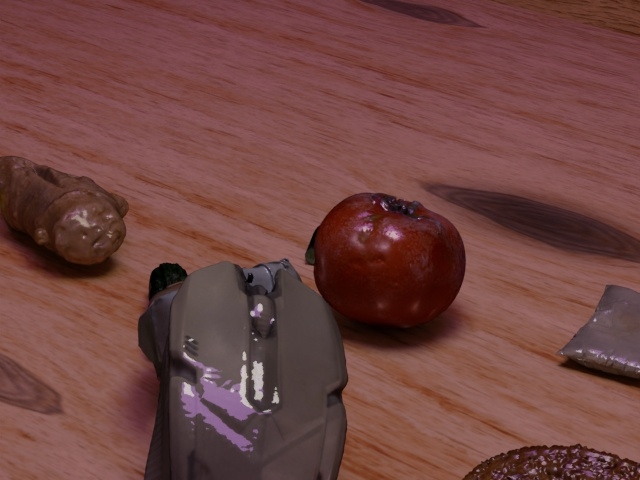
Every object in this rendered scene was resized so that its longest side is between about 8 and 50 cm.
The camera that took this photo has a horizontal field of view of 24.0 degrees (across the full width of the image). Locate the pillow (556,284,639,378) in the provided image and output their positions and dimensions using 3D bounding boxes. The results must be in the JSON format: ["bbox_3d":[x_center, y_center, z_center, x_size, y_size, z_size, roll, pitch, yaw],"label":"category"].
[{"bbox_3d":[0.452,0.138,2.211,0.148,0.050,0.229,10,28,26],"label":"pillow"}]

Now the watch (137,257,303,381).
[{"bbox_3d":[-0.117,0.099,1.973,0.253,0.162,0.241,-15,-11,-32],"label":"watch"}]

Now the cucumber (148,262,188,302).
[{"bbox_3d":[-0.214,0.097,2.207,0.077,0.077,0.265,1,24,-4],"label":"cucumber"}]

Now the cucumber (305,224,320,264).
[{"bbox_3d":[0.000,0.000,2.490,0.032,0.032,0.133,6,25,8],"label":"cucumber"}]

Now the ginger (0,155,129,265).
[{"bbox_3d":[-0.437,-0.056,2.458,0.354,0.126,0.190,24,37,37],"label":"ginger"}]

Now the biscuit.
[{"bbox_3d":[0.308,0.325,1.790,0.305,0.038,0.305,2,24,-1],"label":"biscuit"}]

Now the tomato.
[{"bbox_3d":[0.102,0.037,2.234,0.232,0.189,0.232,17,19,-6],"label":"tomato"}]

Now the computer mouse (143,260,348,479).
[{"bbox_3d":[-0.075,0.198,1.705,0.228,0.145,0.429,11,54,-13],"label":"computer mouse"}]
